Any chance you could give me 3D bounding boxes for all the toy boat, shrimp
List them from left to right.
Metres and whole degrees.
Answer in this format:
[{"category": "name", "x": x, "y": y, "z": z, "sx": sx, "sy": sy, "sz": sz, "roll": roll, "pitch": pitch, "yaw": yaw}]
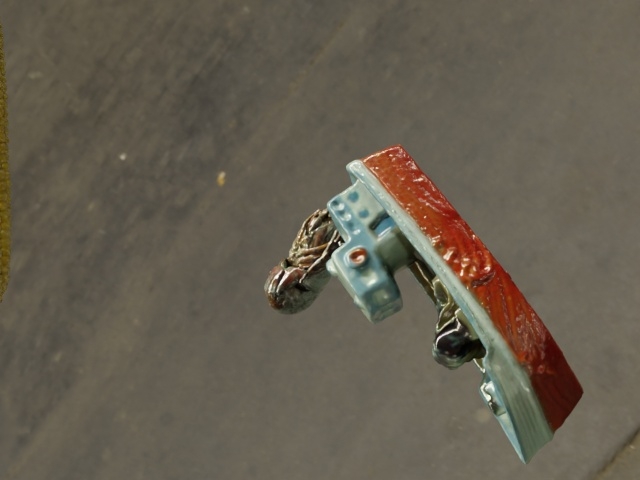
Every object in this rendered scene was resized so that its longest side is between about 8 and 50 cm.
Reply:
[{"category": "shrimp", "x": 0.000, "y": 0.000, "z": 1.442, "sx": 0.233, "sy": 0.079, "sz": 0.090, "roll": -59, "pitch": 27, "yaw": -3}, {"category": "toy boat", "x": 0.118, "y": 0.070, "z": 1.020, "sx": 0.133, "sy": 0.145, "sz": 0.332, "roll": -35, "pitch": 69, "yaw": -5}]

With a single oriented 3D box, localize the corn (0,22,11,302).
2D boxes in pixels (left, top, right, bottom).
[{"category": "corn", "x": -0.279, "y": -0.066, "z": 0.789, "sx": 0.081, "sy": 0.081, "sz": 0.248, "roll": 14, "pitch": 107, "yaw": 47}]
